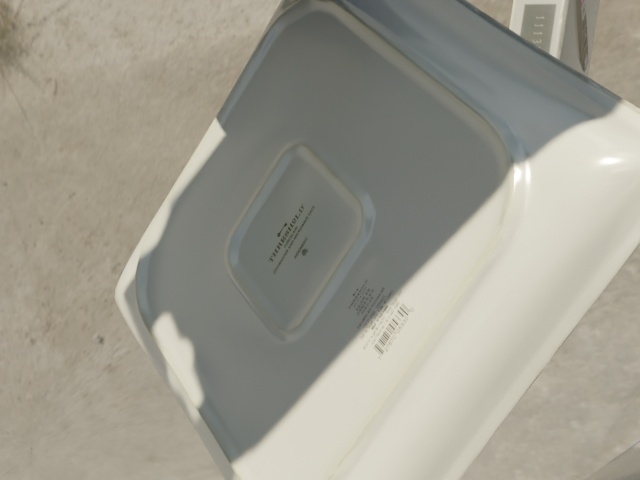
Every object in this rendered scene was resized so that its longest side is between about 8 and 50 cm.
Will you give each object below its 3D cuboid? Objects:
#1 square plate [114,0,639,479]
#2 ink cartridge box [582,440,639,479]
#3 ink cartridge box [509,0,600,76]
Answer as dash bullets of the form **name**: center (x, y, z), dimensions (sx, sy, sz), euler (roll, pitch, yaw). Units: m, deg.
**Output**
- **square plate**: center (0.000, 0.000, 0.642), dimensions (0.049, 0.344, 0.347), euler (17, 112, -42)
- **ink cartridge box**: center (0.390, 0.350, 0.859), dimensions (0.285, 0.166, 0.394), euler (-7, 70, -55)
- **ink cartridge box**: center (0.263, -0.258, 1.061), dimensions (0.060, 0.239, 0.275), euler (7, 85, 28)
